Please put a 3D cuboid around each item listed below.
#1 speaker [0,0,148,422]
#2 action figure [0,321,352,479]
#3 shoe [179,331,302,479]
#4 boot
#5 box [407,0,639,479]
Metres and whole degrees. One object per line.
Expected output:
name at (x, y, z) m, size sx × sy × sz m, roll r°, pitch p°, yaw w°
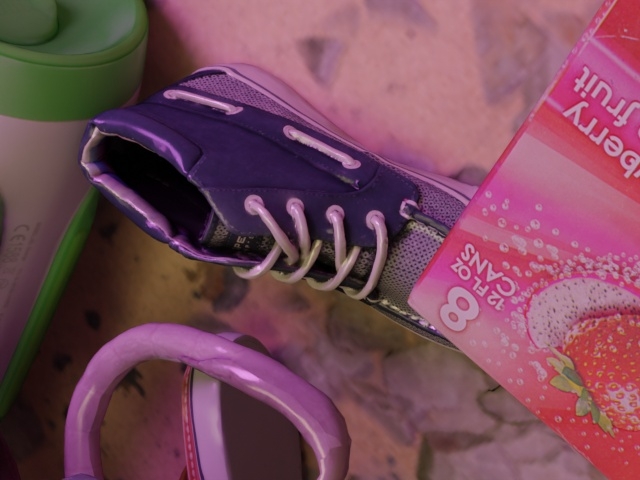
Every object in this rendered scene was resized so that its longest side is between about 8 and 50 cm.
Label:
speaker at (-0.177, 0.000, 0.615) m, size 0.131 × 0.131 × 0.296 m, roll 41°, pitch 127°, yaw 13°
action figure at (-0.153, 0.223, 0.583) m, size 0.248 × 0.276 × 0.370 m, roll 26°, pitch 135°, yaw 30°
shoe at (-0.052, 0.124, 0.620) m, size 0.081 × 0.063 × 0.178 m, roll 0°, pitch 114°, yaw 29°
boot at (0.000, 0.000, 0.517) m, size 0.190 × 0.086 × 0.069 m, roll 31°, pitch 124°, yaw 20°
box at (0.197, 0.040, 0.363) m, size 0.300 × 0.142 × 0.154 m, roll 41°, pitch 127°, yaw 14°
